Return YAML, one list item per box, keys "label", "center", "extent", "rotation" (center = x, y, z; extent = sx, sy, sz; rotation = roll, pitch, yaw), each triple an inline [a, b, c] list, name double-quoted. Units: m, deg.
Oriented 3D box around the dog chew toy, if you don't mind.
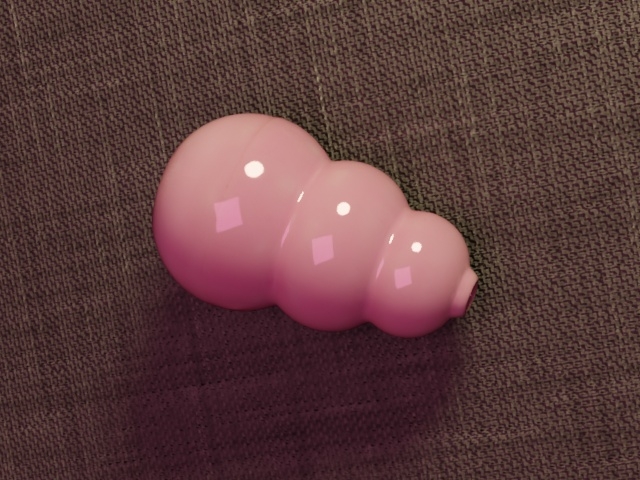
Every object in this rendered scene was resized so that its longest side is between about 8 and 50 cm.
- label: "dog chew toy"
  center: [0.000, 0.000, 1.961]
  extent: [0.332, 0.206, 0.206]
  rotation: [21, 102, 12]
